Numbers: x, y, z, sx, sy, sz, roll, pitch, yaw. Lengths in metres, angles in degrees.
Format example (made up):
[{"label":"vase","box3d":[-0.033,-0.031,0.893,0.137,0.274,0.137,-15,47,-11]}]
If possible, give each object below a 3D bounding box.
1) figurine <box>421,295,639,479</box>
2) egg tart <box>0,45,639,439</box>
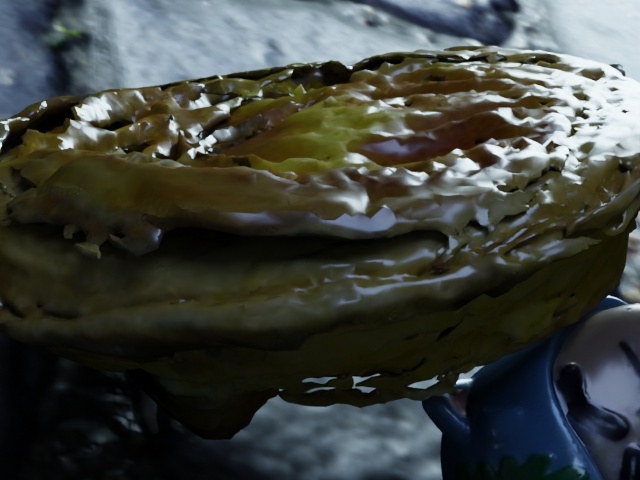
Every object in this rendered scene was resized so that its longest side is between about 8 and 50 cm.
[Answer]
[{"label":"figurine","box3d":[0.128,0.064,0.713,0.178,0.144,0.114,-20,93,-61]},{"label":"egg tart","box3d":[0.000,0.000,0.691,0.297,0.132,0.297,-8,17,2]}]
